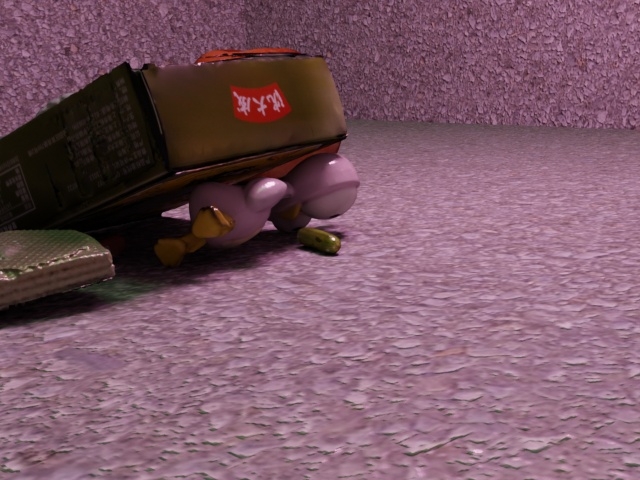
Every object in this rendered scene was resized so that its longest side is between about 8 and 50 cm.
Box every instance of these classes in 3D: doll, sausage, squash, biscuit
[{"bbox_3d":[-0.068,-0.050,1.199,0.160,0.094,0.365,-30,-9,35],"label":"doll"},{"bbox_3d":[-0.291,0.024,1.089,0.029,0.029,0.223,1,12,12],"label":"sausage"},{"bbox_3d":[0.000,0.000,1.169,0.027,0.027,0.083,-9,12,-30],"label":"squash"},{"bbox_3d":[-0.356,0.035,0.915,0.252,0.052,0.150,-15,22,-30],"label":"biscuit"}]

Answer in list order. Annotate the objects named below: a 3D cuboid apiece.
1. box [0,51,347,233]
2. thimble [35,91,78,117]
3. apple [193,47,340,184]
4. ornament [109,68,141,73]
[{"bbox_3d":[-0.233,-0.119,1.212,0.420,0.138,0.373,-18,0,36],"label":"box"},{"bbox_3d":[-0.419,-0.178,1.656,0.250,0.204,0.172,-1,10,31],"label":"thimble"},{"bbox_3d":[-0.126,-0.264,1.853,0.349,0.276,0.348,-2,11,0],"label":"apple"},{"bbox_3d":[-0.415,-0.320,2.264,0.240,0.239,0.239,-3,12,-13],"label":"ornament"}]
